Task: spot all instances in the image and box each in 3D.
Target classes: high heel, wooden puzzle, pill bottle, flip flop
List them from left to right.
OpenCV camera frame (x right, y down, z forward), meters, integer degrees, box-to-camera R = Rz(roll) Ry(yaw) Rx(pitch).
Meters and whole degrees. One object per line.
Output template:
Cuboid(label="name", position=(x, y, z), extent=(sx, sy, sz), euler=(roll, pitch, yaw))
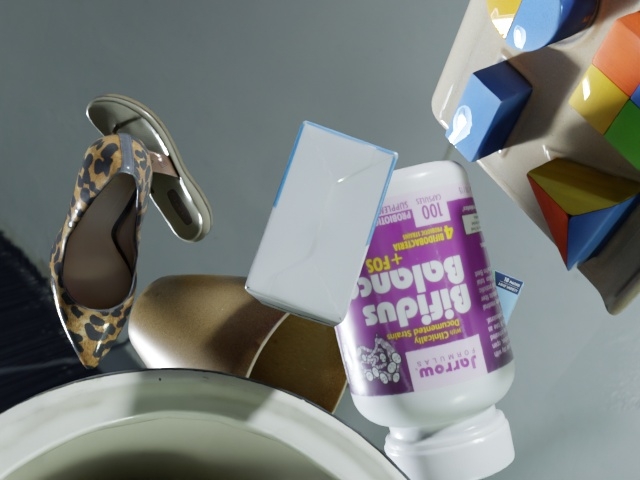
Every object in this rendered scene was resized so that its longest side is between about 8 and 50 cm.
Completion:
Cuboid(label="high heel", position=(-0.223, 0.021, 0.782), extent=(0.186, 0.093, 0.261), euler=(-162, 77, -68))
Cuboid(label="flip flop", position=(-0.275, -0.109, 1.213), extent=(0.112, 0.080, 0.277), euler=(-23, 103, 41))
Cuboid(label="pill bottle", position=(0.099, 0.083, 0.778), extent=(0.169, 0.169, 0.301), euler=(-15, 88, 33))
Cuboid(label="wooden puzzle", position=(0.228, -0.134, 0.730), extent=(0.347, 0.081, 0.322), euler=(57, 153, 27))

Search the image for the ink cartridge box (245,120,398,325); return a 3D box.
Cuboid(label="ink cartridge box", position=(0.000, 0.000, 0.517), extent=(0.062, 0.181, 0.104), euler=(19, 83, 1))

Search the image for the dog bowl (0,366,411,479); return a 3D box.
Cuboid(label="dog bowl", position=(-0.100, 0.297, 0.494), extent=(0.408, 0.408, 0.150), euler=(43, 142, 17))

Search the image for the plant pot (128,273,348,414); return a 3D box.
Cuboid(label="plant pot", position=(-0.122, 0.140, 1.012), extent=(0.254, 0.237, 0.237), euler=(21, 110, 33))

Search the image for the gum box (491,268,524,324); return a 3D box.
Cuboid(label="gum box", position=(0.270, 0.133, 1.435), extent=(0.157, 0.041, 0.184), euler=(24, 86, 18))
